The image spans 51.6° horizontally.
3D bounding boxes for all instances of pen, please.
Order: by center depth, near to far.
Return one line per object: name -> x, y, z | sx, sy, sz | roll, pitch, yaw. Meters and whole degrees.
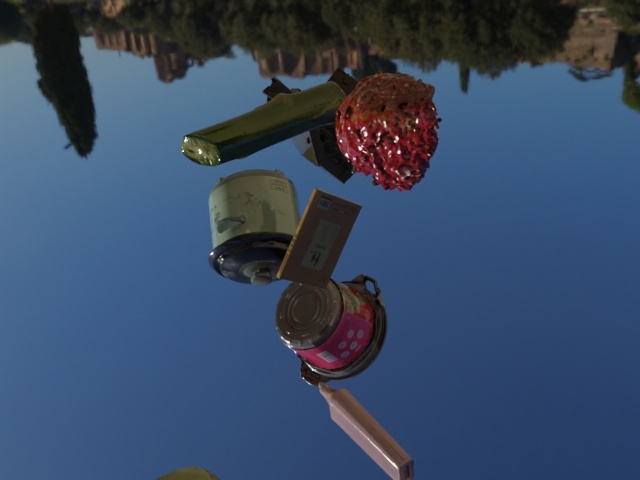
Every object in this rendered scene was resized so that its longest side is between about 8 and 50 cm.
pen -> 0.051, 0.239, 0.860 | 0.032, 0.053, 0.197 | -24, -145, -24

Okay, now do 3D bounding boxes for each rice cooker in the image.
rice cooker -> -0.166, -0.022, 1.744 | 0.264, 0.316, 0.316 | -21, -164, 22

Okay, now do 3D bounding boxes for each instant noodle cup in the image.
instant noodle cup -> 0.008, 0.191, 1.582 | 0.258, 0.302, 0.181 | 14, 165, 37

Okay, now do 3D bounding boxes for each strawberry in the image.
strawberry -> 0.067, -0.121, 0.749 | 0.085, 0.140, 0.192 | -11, -149, -13

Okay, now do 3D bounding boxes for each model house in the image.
model house -> -0.006, -0.283, 1.445 | 0.204, 0.243, 0.211 | -51, -151, 7

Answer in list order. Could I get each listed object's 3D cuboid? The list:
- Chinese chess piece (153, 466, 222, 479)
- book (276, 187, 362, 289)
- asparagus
Chinese chess piece -> -0.152, 0.296, 0.666 | 0.144, 0.058, 0.144 | -25, -162, 9
book -> 0.000, 0.000, 1.184 | 0.118, 0.172, 0.012 | 18, -171, -42
asparagus -> -0.070, -0.166, 0.947 | 0.278, 0.067, 0.060 | -30, -146, -32
